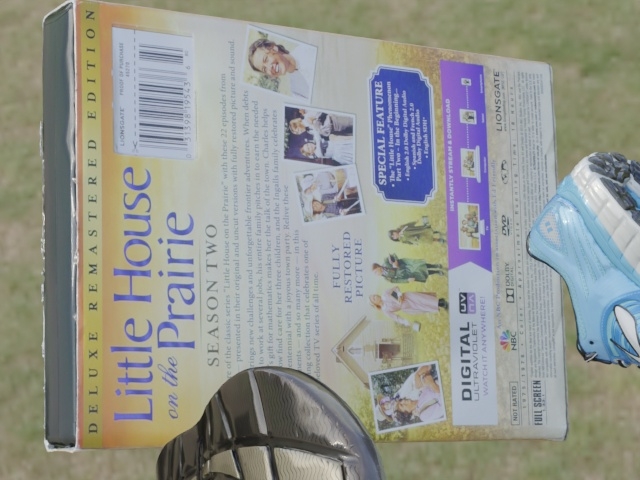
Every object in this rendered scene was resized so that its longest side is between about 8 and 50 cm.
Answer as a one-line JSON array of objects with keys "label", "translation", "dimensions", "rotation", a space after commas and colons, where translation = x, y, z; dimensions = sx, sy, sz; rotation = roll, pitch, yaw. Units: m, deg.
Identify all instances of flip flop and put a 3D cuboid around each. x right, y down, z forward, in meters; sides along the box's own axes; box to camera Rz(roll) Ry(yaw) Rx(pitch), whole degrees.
[{"label": "flip flop", "translation": [-0.020, 0.131, 0.783], "dimensions": [0.080, 0.277, 0.112], "rotation": [5, 72, -17]}]

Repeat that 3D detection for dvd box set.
[{"label": "dvd box set", "translation": [0.000, 0.000, 1.186], "dimensions": [0.420, 0.308, 0.062], "rotation": [2, -9, -32]}]

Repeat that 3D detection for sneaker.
[{"label": "sneaker", "translation": [0.156, 0.039, 0.732], "dimensions": [0.162, 0.073, 0.063], "rotation": [54, 35, 10]}]
